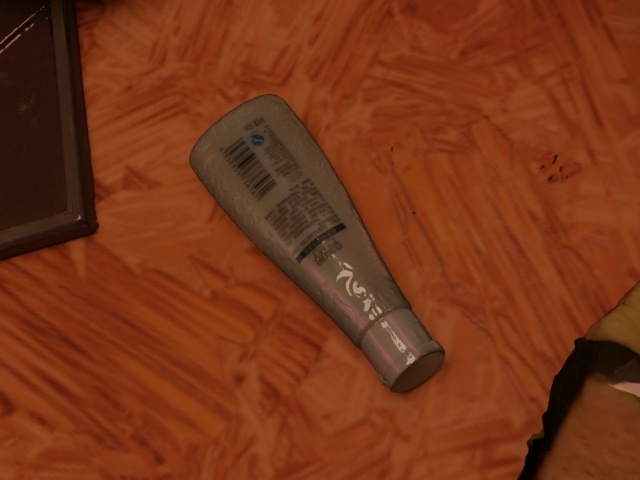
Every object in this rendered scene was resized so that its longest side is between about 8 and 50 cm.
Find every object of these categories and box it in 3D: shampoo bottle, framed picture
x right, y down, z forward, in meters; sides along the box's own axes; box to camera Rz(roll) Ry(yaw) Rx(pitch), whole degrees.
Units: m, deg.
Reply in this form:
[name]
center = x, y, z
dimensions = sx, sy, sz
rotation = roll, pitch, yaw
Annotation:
[shampoo bottle]
center = 0.000, 0.000, 0.537
dimensions = 0.069, 0.041, 0.191
rotation = -35, 64, -6
[framed picture]
center = -0.309, -0.069, 0.664
dimensions = 0.315, 0.024, 0.232
rotation = -16, 65, 10

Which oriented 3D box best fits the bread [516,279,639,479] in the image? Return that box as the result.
[bread]
center = 0.223, 0.081, 0.443
dimensions = 0.167, 0.163, 0.264
rotation = 33, 46, 26
